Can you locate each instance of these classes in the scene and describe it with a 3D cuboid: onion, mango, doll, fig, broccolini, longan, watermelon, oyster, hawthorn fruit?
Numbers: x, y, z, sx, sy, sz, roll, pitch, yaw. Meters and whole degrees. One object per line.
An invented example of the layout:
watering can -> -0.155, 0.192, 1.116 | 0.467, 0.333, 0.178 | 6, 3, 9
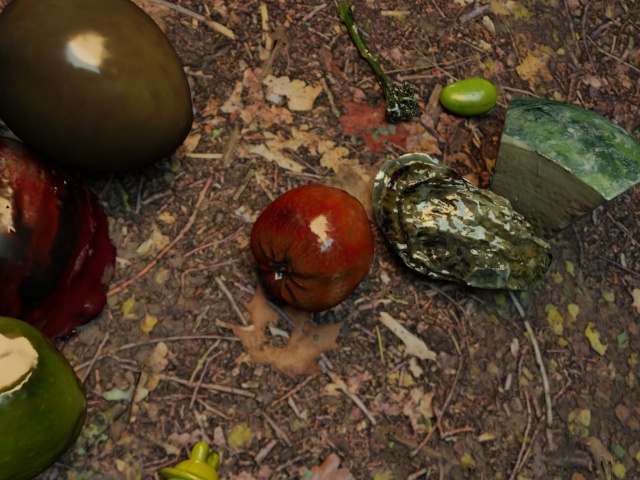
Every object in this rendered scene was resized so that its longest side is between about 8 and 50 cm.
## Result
onion -> -0.406, -0.013, 0.850 | 0.280, 0.146, 0.314 | 13, 63, -16
mango -> 0.270, -0.263, 1.192 | 0.108, 0.056, 0.073 | -2, 67, -5
doll -> -0.176, 0.366, 0.789 | 0.135, 0.099, 0.241 | 39, 48, -29
fig -> -0.406, 0.220, 0.720 | 0.206, 0.206, 0.275 | 40, 57, 0
broccolini -> 0.101, -0.326, 1.164 | 0.254, 0.058, 0.071 | 64, 24, 8
longan -> -0.313, -0.220, 0.899 | 0.243, 0.300, 0.300 | -41, 85, 16
watermelon -> 0.386, -0.101, 1.104 | 0.229, 0.258, 0.387 | 16, 23, 4
oyster -> 0.237, -0.007, 1.052 | 0.351, 0.162, 0.158 | 28, 34, -15
hawthorn fruit -> 0.000, 0.000, 0.960 | 0.179, 0.179, 0.200 | 46, 44, 3
